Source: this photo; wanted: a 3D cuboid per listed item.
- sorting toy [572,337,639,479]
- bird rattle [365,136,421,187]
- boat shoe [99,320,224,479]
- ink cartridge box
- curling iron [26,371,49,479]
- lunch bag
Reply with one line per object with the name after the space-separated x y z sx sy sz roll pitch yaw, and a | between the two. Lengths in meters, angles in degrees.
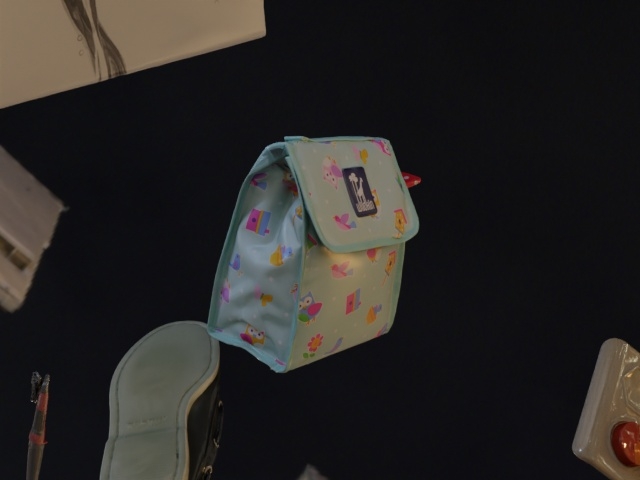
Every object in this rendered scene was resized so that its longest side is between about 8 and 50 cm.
0.509 0.246 1.343 0.229 0.307 0.041 35 -33 -9 | sorting toy
0.026 -0.022 1.327 0.143 0.253 0.207 13 -14 -42 | bird rattle
-0.174 0.222 1.043 0.127 0.340 0.113 -7 -61 -2 | boat shoe
-0.209 -0.184 0.604 0.211 0.289 0.121 42 -35 48 | ink cartridge box
-0.549 0.377 1.749 0.035 0.068 0.273 2 -73 -20 | curling iron
0.000 0.000 1.087 0.160 0.223 0.262 23 -70 34 | lunch bag
